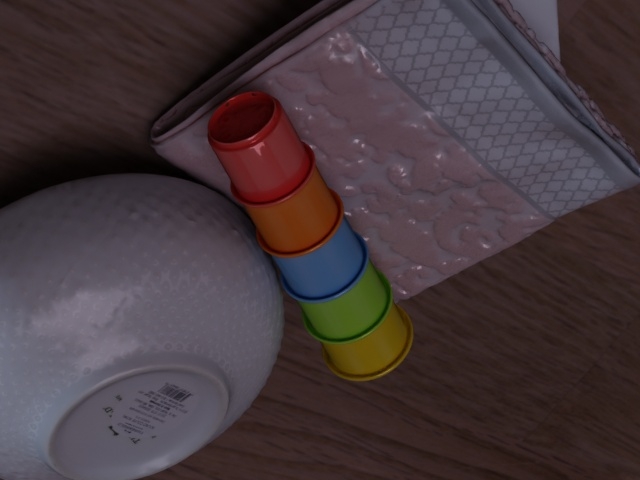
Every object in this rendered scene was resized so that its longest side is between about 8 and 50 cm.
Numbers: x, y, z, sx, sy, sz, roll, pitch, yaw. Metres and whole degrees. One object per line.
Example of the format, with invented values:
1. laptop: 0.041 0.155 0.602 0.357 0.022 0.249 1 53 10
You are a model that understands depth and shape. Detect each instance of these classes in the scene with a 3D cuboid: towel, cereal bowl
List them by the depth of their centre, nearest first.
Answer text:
1. cereal bowl: -0.180 0.111 0.896 0.339 0.141 0.339 -16 139 -15
2. towel: 0.073 -0.076 0.897 0.317 0.053 0.332 -29 132 31

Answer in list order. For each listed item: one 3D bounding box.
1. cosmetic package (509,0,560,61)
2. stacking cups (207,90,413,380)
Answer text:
1. cosmetic package: 0.132 -0.237 0.862 0.117 0.085 0.231 -21 127 -7
2. stacking cups: 0.000 0.000 0.883 0.096 0.096 0.316 -28 136 -3
